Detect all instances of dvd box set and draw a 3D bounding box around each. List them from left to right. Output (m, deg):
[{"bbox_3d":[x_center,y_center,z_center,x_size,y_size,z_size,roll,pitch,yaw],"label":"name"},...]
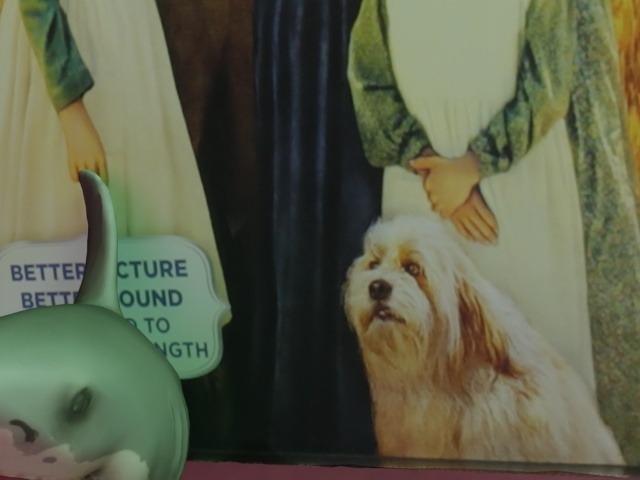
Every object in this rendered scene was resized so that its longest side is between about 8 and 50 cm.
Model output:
[{"bbox_3d":[-0.007,-0.144,0.448,0.307,0.062,0.420,-1,99,28],"label":"dvd box set"}]

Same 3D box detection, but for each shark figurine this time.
[{"bbox_3d":[-0.103,0.034,0.463,0.278,0.166,0.116,-8,70,47],"label":"shark figurine"}]
